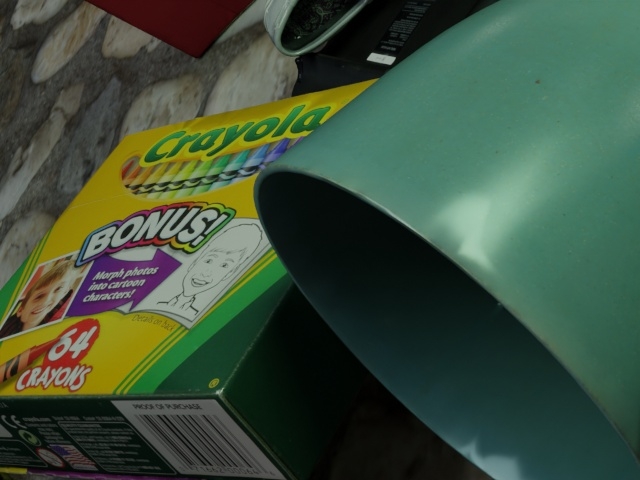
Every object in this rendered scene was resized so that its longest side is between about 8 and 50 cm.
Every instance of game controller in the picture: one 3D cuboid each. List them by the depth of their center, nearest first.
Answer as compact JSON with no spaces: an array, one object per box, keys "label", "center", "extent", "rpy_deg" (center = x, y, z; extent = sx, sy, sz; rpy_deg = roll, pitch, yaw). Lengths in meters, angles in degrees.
[{"label":"game controller","center":[0.073,-0.163,1.217],"extent":[0.166,0.067,0.319],"rpy_deg":[-48,24,-6]}]

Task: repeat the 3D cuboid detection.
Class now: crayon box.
[{"label":"crayon box","center":[-0.095,0.030,1.053],"extent":[0.363,0.106,0.313],"rpy_deg":[-7,41,43]}]

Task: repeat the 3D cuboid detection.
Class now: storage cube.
[{"label":"storage cube","center":[-0.172,-0.366,1.636],"extent":[0.183,0.193,0.215],"rpy_deg":[-39,39,37]}]

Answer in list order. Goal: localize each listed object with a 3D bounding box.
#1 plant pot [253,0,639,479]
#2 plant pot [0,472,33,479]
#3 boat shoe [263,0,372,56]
[{"label":"plant pot","center":[0.147,-0.011,0.790],"extent":[0.235,0.293,0.293],"rpy_deg":[-45,26,-16]},{"label":"plant pot","center":[-0.330,0.364,1.310],"extent":[0.254,0.276,0.276],"rpy_deg":[-50,31,1]},{"label":"boat shoe","center":[0.039,-0.251,1.249],"extent":[0.227,0.079,0.081],"rpy_deg":[-43,30,20]}]
